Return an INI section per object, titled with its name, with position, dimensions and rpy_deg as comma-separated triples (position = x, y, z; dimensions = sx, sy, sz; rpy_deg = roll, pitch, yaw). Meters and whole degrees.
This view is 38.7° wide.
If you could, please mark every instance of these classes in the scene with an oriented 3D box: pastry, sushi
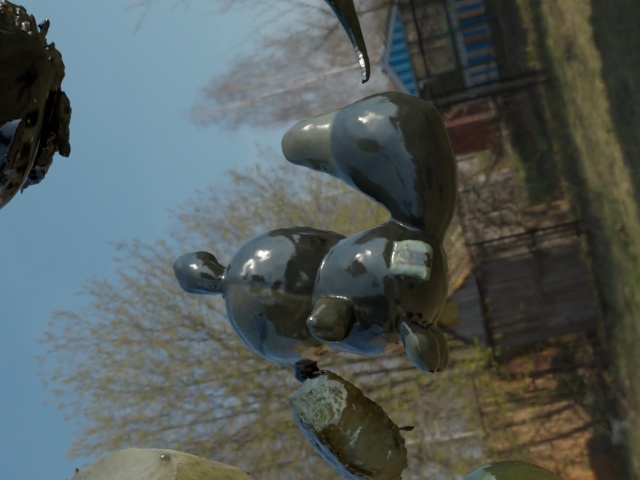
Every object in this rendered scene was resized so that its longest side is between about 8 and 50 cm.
[pastry]
position = 0.031, 0.210, 0.996
dimensions = 0.081, 0.153, 0.153
rpy_deg = -52, -29, -16
[sushi]
position = -0.355, -0.147, 0.950
dimensions = 0.225, 0.238, 0.219
rpy_deg = 39, -153, 3

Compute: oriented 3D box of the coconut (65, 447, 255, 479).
[coconut]
position = -0.142, 0.389, 0.862
dimensions = 0.352, 0.353, 0.352
rpy_deg = -13, -90, -82

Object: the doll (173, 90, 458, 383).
[doll]
position = 0.018, 0.005, 1.241
dimensions = 0.252, 0.382, 0.378
rpy_deg = 37, -117, -56

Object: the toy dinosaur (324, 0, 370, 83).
[toy dinosaur]
position = -0.012, -0.281, 0.992
dimensions = 0.187, 0.087, 0.178
rpy_deg = 20, -102, -50

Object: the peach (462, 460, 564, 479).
[peach]
position = 0.275, 0.415, 1.218
dimensions = 0.232, 0.233, 0.232
rpy_deg = -13, -90, -82
